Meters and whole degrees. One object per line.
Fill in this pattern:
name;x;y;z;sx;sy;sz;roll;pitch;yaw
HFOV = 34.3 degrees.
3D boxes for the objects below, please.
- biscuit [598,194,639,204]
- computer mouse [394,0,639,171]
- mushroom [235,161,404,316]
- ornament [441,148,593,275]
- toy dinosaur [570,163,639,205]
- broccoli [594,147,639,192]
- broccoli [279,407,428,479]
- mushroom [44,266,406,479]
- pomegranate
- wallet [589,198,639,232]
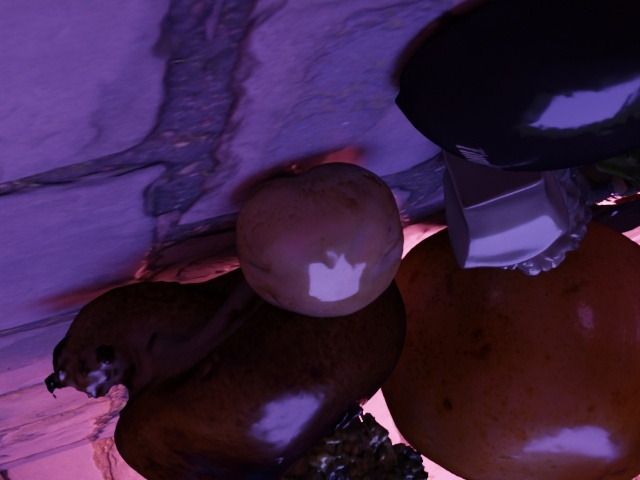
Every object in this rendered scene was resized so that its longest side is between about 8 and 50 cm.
biscuit;0.427;-0.086;1.308;0.192;0.049;0.192;-11;172;-2
computer mouse;0.189;-0.107;0.679;0.269;0.100;0.170;-17;171;-7
mushroom;0.000;0.000;0.859;0.148;0.112;0.148;-15;133;-16
ornament;0.182;-0.030;1.002;0.130;0.120;0.285;-21;168;22
toy dinosaur;0.313;-0.073;1.218;0.248;0.075;0.188;-20;180;-22
broccoli;0.348;-0.090;1.005;0.220;0.194;0.194;-39;178;-23
broccoli;-0.013;0.249;1.248;0.288;0.259;0.235;1;-148;35
mushroom;-0.081;0.100;1.039;0.345;0.259;0.345;-41;-172;7
pomegranate;0.262;0.129;1.324;0.417;0.416;0.416;-18;169;-4
wallet;0.475;-0.040;1.656;0.250;0.044;0.149;-7;161;-46
